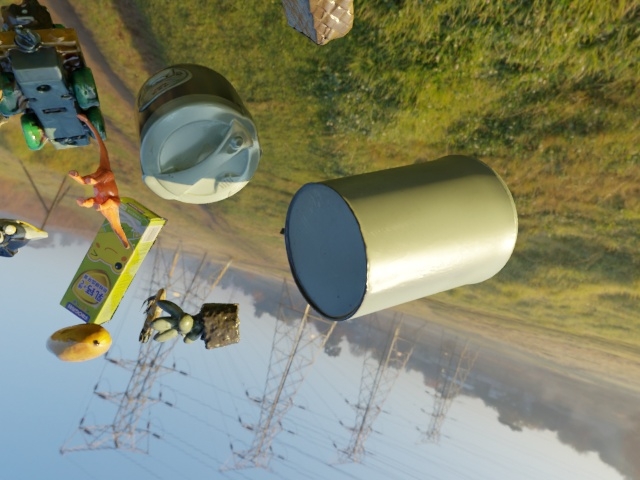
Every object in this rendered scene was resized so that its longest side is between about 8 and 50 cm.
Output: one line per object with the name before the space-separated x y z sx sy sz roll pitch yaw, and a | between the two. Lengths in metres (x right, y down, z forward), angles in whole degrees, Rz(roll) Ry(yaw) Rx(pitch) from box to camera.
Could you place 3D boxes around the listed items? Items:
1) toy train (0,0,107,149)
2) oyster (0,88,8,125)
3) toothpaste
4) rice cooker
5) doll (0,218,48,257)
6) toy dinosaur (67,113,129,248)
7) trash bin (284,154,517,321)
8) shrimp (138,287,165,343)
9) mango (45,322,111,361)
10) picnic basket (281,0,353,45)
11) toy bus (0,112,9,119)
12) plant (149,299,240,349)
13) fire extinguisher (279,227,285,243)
toy train | -0.603 -0.363 0.973 0.178 0.249 0.429 -14 169 -21
oyster | -0.458 -0.087 0.478 0.092 0.259 0.198 34 161 51
toothpaste | -0.519 0.052 1.090 0.110 0.327 0.077 33 -173 4
rice cooker | -0.299 -0.250 1.038 0.288 0.288 0.277 27 -153 -43
doll | -0.852 -0.004 1.150 0.103 0.145 0.316 49 167 -13
toy dinosaur | -0.415 -0.113 0.809 0.055 0.280 0.101 -17 -179 11
trash bin | 0.174 -0.017 0.858 0.432 0.280 0.280 -13 -168 -33
shrimp | -0.651 0.284 1.649 0.046 0.219 0.152 30 150 -34
mango | -0.497 0.206 0.884 0.190 0.075 0.098 -7 170 37
picnic basket | 0.037 -0.834 1.367 0.293 0.337 0.337 49 -169 35
toy bus | -0.766 -0.328 1.070 0.037 0.083 0.031 61 174 24
plant | -0.388 0.265 1.363 0.274 0.146 0.149 5 169 -13
fire extinguisher | 0.000 0.000 1.206 0.135 0.114 0.337 37 161 -35
